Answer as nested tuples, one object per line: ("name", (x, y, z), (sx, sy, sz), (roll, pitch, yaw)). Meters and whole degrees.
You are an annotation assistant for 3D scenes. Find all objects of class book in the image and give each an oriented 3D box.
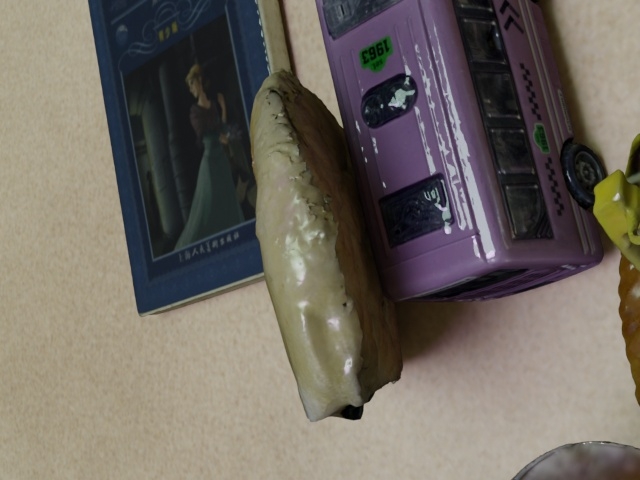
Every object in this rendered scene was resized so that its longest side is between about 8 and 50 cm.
("book", (-0.088, -0.096, 0.810), (0.191, 0.025, 0.269), (-19, 79, 45))

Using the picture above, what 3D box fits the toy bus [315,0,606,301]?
("toy bus", (0.064, -0.070, 0.594), (0.096, 0.108, 0.199), (-23, 75, 44))

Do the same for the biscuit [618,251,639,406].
("biscuit", (0.250, 0.024, 0.458), (0.305, 0.038, 0.305), (2, 92, 47))

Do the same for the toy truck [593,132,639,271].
("toy truck", (0.226, -0.033, 0.363), (0.286, 0.136, 0.111), (-22, 44, 41))

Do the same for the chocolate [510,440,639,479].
("chocolate", (0.111, 0.213, 0.477), (0.157, 0.080, 0.254), (19, 83, 10))

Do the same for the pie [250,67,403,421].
("pie", (0.003, -0.001, 0.617), (0.052, 0.218, 0.185), (-10, 85, 8))
